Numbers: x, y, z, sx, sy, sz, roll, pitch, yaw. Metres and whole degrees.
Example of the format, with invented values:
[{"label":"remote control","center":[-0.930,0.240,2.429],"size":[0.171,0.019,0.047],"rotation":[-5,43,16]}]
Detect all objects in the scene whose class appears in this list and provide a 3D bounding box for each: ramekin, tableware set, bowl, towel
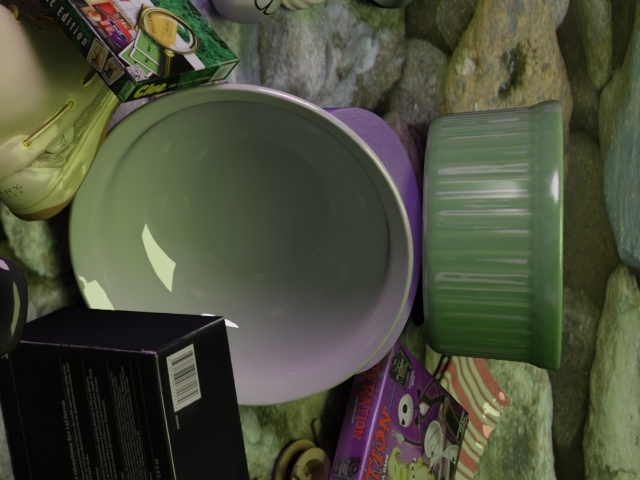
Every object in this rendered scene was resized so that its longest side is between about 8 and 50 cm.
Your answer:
[{"label":"ramekin","center":[0.195,-0.006,1.762],"size":[0.303,0.148,0.304],"rotation":[0,90,-83]},{"label":"tableware set","center":[0.001,0.303,1.674],"size":[0.128,0.039,0.194],"rotation":[-41,124,-47]},{"label":"bowl","center":[-0.062,-0.014,1.381],"size":[0.134,0.297,0.298],"rotation":[-72,151,-66]},{"label":"towel","center":[0.170,0.225,1.925],"size":[0.144,0.029,0.197],"rotation":[59,46,-37]}]

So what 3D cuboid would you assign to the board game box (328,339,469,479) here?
[{"label":"board game box","center":[0.071,0.304,1.708],"size":[0.208,0.056,0.347],"rotation":[42,54,-45]}]

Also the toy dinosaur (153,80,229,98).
[{"label":"toy dinosaur","center":[-0.122,-0.120,1.466],"size":[0.183,0.053,0.093],"rotation":[-47,130,-44]}]

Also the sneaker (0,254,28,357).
[{"label":"sneaker","center":[-0.377,0.021,0.970],"size":[0.482,0.202,0.185],"rotation":[-1,91,-56]}]

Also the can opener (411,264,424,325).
[{"label":"can opener","center":[0.099,0.010,1.785],"size":[0.073,0.059,0.186],"rotation":[-20,109,-43]}]

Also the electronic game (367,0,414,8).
[{"label":"electronic game","center":[0.075,-0.374,1.744],"size":[0.229,0.048,0.229],"rotation":[-6,97,-55]}]

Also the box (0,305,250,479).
[{"label":"box","center":[-0.159,0.196,1.311],"size":[0.103,0.184,0.261],"rotation":[-27,113,-54]}]

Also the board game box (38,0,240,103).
[{"label":"board game box","center":[-0.187,-0.221,1.247],"size":[0.260,0.030,0.136],"rotation":[50,32,11]}]

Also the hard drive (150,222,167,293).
[{"label":"hard drive","center":[-0.133,0.029,1.482],"size":[0.094,0.022,0.135],"rotation":[0,91,-55]}]

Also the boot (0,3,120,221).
[{"label":"boot","center":[-0.242,-0.175,1.259],"size":[0.203,0.095,0.262],"rotation":[45,59,-45]}]

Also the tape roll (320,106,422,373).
[{"label":"tape roll","center":[0.000,0.000,1.616],"size":[0.274,0.090,0.275],"rotation":[-2,92,-56]}]

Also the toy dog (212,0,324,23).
[{"label":"toy dog","center":[-0.009,-0.382,1.523],"size":[0.220,0.161,0.334],"rotation":[-13,102,-54]}]
